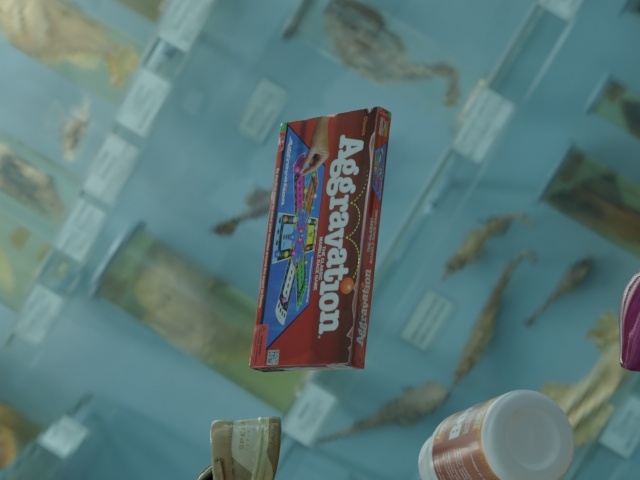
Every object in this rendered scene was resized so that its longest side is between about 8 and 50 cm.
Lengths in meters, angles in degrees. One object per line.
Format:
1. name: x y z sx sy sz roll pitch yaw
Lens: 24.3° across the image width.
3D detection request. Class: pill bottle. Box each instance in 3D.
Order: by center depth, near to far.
1. pill bottle: 0.205 0.258 1.804 0.121 0.121 0.216 -56 9 -27

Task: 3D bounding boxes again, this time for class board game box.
1. board game box: 0.000 0.000 1.596 0.027 0.145 0.281 23 -111 -47

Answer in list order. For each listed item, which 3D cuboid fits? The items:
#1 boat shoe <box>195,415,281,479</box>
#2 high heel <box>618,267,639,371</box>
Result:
1. boat shoe: -0.134 0.367 2.183 0.121 0.110 0.341 -91 10 -45
2. high heel: 0.435 0.123 1.541 0.127 0.377 0.181 6 65 56
